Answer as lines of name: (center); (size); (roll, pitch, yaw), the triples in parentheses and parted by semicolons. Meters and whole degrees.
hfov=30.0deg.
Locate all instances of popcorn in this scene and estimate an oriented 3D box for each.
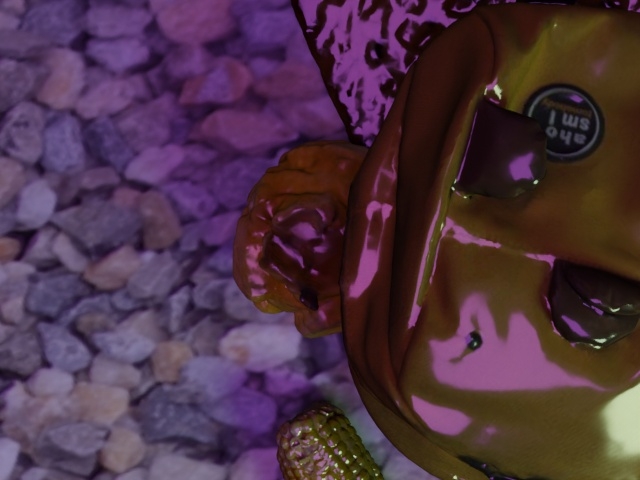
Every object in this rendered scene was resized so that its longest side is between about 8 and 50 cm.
popcorn: (0.000, 0.000, 0.994); (0.149, 0.152, 0.167); (-3, 110, -10)

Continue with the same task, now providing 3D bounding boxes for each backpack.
backpack: (0.191, 0.014, 0.861); (0.354, 0.201, 0.377); (12, 85, 0)

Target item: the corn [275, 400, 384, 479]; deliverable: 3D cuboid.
corn: (0.050, 0.293, 1.055); (0.097, 0.097, 0.319); (-25, 94, 12)

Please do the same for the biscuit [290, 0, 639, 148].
biscuit: (0.153, -0.197, 0.979); (0.359, 0.046, 0.359); (1, 99, 8)
